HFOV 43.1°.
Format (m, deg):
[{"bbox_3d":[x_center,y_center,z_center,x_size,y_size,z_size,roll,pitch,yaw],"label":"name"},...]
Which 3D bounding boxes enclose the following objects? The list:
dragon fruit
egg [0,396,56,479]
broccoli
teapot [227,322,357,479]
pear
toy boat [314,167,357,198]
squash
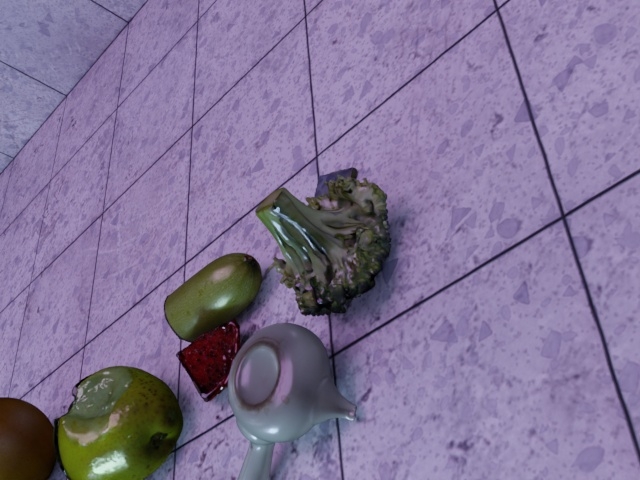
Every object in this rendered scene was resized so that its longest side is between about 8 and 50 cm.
[{"bbox_3d":[-0.212,0.250,1.698,0.161,0.120,0.127,-35,-7,-2],"label":"dragon fruit"},{"bbox_3d":[-0.845,0.554,2.131,0.351,0.282,0.283,-11,59,50],"label":"egg"},{"bbox_3d":[0.000,0.000,1.425,0.263,0.243,0.247,-38,28,24],"label":"broccoli"},{"bbox_3d":[-0.091,0.294,1.431,0.318,0.149,0.220,-46,44,22],"label":"teapot"},{"bbox_3d":[-0.424,0.392,1.753,0.292,0.159,0.292,-22,38,18],"label":"pear"},{"bbox_3d":[0.029,-0.113,1.668,0.115,0.016,0.063,-9,60,49],"label":"toy boat"},{"bbox_3d":[-0.215,0.112,1.739,0.247,0.132,0.132,-35,43,34],"label":"squash"}]
